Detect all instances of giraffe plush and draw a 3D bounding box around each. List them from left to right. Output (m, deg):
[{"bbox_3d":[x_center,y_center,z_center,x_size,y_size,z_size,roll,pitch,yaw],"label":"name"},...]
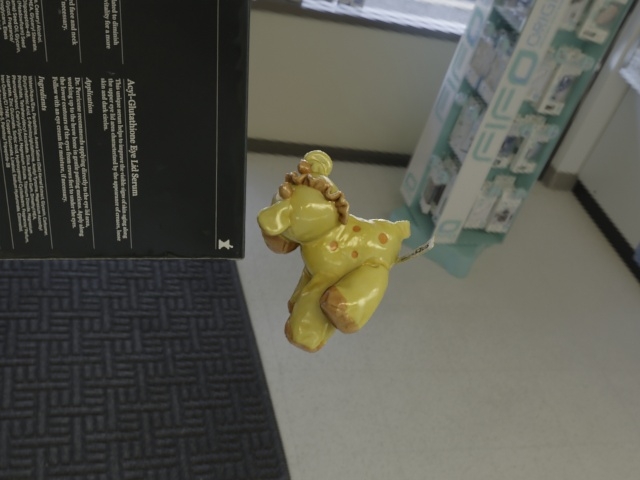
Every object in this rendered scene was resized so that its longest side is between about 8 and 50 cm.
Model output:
[{"bbox_3d":[0.000,0.000,0.856,0.170,0.210,0.181,43,23,-15],"label":"giraffe plush"}]

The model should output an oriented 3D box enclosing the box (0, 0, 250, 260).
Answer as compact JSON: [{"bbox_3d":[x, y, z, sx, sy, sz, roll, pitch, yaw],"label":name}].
[{"bbox_3d":[-0.139,-0.122,0.483,0.184,0.261,0.103,2,26,-7],"label":"box"}]
